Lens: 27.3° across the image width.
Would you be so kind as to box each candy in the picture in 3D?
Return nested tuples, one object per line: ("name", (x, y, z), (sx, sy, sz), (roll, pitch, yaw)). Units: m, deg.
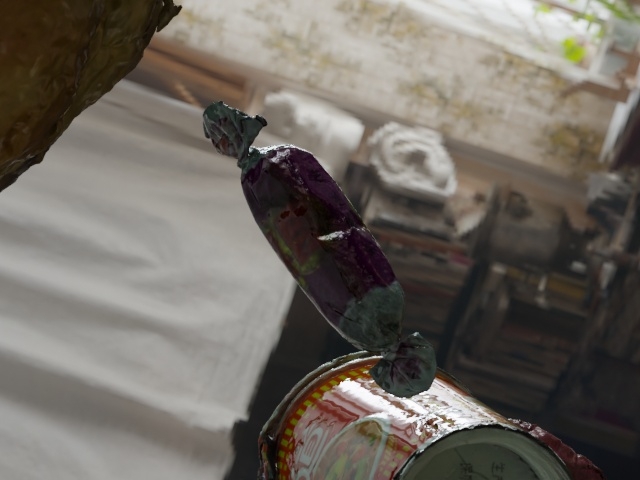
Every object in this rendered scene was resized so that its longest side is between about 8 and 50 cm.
("candy", (0.000, 0.000, 0.612), (0.043, 0.175, 0.045), (-20, -23, -38))

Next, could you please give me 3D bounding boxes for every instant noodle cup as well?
("instant noodle cup", (0.069, 0.173, 0.880), (0.212, 0.193, 0.193), (177, 112, -76))

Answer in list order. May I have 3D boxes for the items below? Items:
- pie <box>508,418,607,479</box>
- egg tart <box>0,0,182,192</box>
("pie", (0.151, 0.220, 1.086), (0.049, 0.182, 0.182), (-70, -4, -51))
("egg tart", (-0.252, -0.114, 0.715), (0.339, 0.351, 0.153), (-60, 40, 14))
